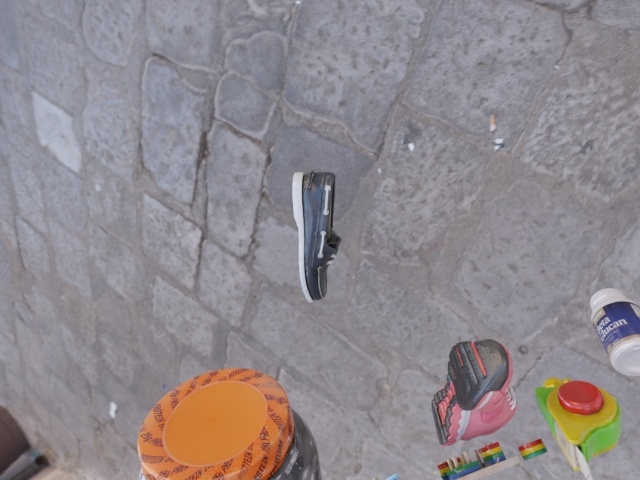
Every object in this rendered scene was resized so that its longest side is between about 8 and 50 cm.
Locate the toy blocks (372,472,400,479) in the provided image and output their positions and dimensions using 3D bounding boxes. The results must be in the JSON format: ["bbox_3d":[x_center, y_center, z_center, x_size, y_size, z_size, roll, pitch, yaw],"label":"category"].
[{"bbox_3d":[0.101,0.521,0.936,0.148,0.123,0.054,-35,102,2],"label":"toy blocks"}]

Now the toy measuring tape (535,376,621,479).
[{"bbox_3d":[0.452,0.324,0.776,0.121,0.330,0.122,0,110,1],"label":"toy measuring tape"}]

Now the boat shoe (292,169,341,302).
[{"bbox_3d":[0.000,0.000,1.041,0.091,0.114,0.303,-2,119,8],"label":"boat shoe"}]

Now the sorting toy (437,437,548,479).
[{"bbox_3d":[0.265,0.414,0.883,0.132,0.274,0.046,100,153,-58],"label":"sorting toy"}]

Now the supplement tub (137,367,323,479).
[{"bbox_3d":[-0.092,0.339,0.585,0.207,0.207,0.339,10,121,35],"label":"supplement tub"}]

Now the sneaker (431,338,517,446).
[{"bbox_3d":[0.301,0.273,0.886,0.136,0.116,0.314,-1,138,-7],"label":"sneaker"}]

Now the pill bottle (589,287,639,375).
[{"bbox_3d":[0.596,0.173,0.957,0.094,0.169,0.094,4,123,6],"label":"pill bottle"}]
